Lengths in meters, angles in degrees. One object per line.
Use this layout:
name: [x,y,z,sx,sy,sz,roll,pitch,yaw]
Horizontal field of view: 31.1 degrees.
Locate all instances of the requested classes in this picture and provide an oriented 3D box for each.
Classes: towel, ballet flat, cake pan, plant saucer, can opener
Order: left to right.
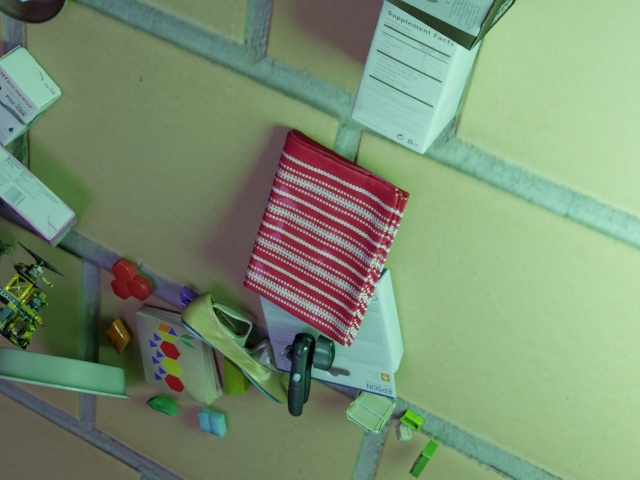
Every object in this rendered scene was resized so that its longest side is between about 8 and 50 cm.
plant saucer: [-0.428,-0.406,1.634,0.198,0.036,0.198,19,132,22]
cake pan: [-0.476,0.231,2.031,0.293,0.054,0.293,9,171,1]
ballet flat: [-0.120,0.171,1.844,0.232,0.080,0.073,41,99,-14]
can opener: [-0.028,0.209,1.759,0.073,0.059,0.186,27,135,14]
towel: [0.000,0.000,1.615,0.199,0.031,0.275,30,123,19]

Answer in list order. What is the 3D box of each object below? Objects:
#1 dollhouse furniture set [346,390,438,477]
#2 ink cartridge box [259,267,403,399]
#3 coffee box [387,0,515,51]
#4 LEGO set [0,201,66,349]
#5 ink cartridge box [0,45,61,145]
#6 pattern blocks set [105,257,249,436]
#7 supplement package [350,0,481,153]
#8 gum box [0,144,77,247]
dollhouse furniture set: [0.107,0.298,1.789,0.151,0.076,0.058,33,134,7]
ink cartridge box: [0.015,0.122,1.736,0.223,0.045,0.224,11,129,28]
coffee box: [0.104,-0.331,1.259,0.246,0.141,0.098,33,135,9]
LEGO set: [-0.580,0.019,2.007,0.331,0.192,0.255,35,165,10]
ink cartridge box: [-0.481,-0.224,1.795,0.099,0.056,0.135,50,135,-8]
pattern blocks set: [-0.247,0.194,1.981,0.285,0.026,0.325,23,133,18]
supplement package: [0.120,-0.215,1.363,0.105,0.105,0.179,29,134,13]
gum box: [-0.487,-0.078,1.874,0.188,0.062,0.107,43,169,-3]
